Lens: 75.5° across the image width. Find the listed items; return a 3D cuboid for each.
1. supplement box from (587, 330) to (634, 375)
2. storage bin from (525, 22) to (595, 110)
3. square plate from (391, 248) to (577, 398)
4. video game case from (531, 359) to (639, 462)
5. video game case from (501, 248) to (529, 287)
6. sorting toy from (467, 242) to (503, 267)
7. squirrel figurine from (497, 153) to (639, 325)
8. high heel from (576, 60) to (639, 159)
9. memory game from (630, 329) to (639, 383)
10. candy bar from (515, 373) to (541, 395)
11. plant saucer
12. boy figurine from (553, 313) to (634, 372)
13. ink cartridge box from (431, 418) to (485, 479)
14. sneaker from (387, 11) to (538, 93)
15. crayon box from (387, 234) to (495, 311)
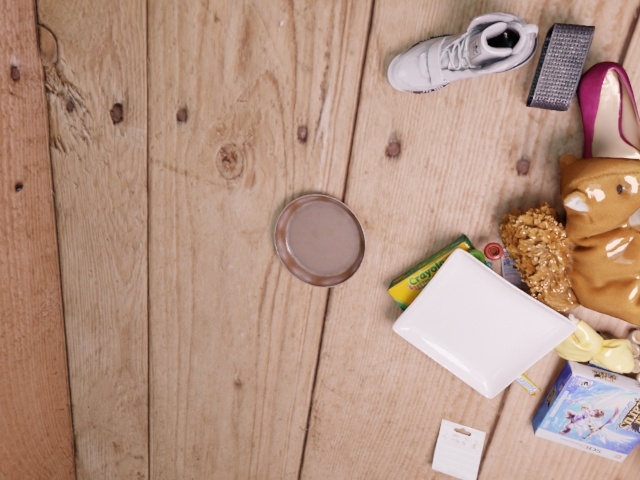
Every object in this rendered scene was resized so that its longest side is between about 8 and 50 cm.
[{"bbox_3d":[0.793,0.310,1.138,0.084,0.056,0.083,17,111,14],"label":"supplement box"},{"bbox_3d":[0.560,-0.403,0.974,0.085,0.122,0.179,15,110,16],"label":"storage bin"},{"bbox_3d":[0.427,0.232,1.138,0.347,0.049,0.343,35,123,8],"label":"square plate"},{"bbox_3d":[0.772,0.483,1.158,0.245,0.061,0.269,14,121,9],"label":"video game case"},{"bbox_3d":[0.564,0.077,1.177,0.087,0.011,0.121,-5,104,22],"label":"video game case"},{"bbox_3d":[0.444,0.046,1.117,0.102,0.042,0.061,-23,76,15],"label":"sorting toy"},{"bbox_3d":[0.611,-0.007,0.958,0.397,0.280,0.370,-18,124,43],"label":"squirrel figurine"},{"bbox_3d":[0.682,-0.220,0.951,0.127,0.181,0.376,-25,96,24],"label":"high heel"},{"bbox_3d":[0.890,0.305,1.076,0.187,0.012,0.185,0,80,3],"label":"memory game"},{"bbox_3d":[0.602,0.412,1.260,0.161,0.018,0.040,44,115,4],"label":"candy bar"},{"bbox_3d":[0.000,0.000,1.338,0.311,0.050,0.309,6,108,18],"label":"plant saucer"},{"bbox_3d":[0.668,0.255,1.097,0.286,0.092,0.177,17,144,30],"label":"boy figurine"},{"bbox_3d":[0.464,0.704,1.395,0.146,0.045,0.179,12,91,17],"label":"ink cartridge box"},{"bbox_3d":[0.328,-0.449,0.995,0.367,0.210,0.137,-6,103,21],"label":"sneaker"},{"bbox_3d":[0.361,0.129,1.227,0.279,0.081,0.165,-38,91,25],"label":"crayon box"}]
